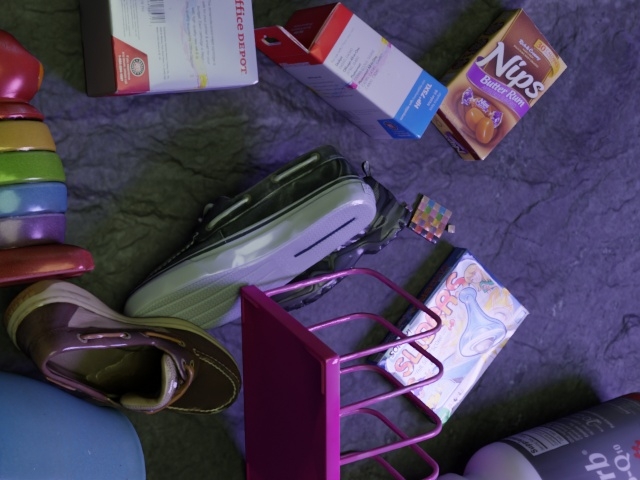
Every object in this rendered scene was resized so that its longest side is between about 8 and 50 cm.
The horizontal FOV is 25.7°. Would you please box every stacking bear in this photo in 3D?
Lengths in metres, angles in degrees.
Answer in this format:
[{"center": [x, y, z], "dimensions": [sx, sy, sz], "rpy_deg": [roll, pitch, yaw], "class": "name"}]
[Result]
[{"center": [-0.359, -0.095, 1.561], "dimensions": [0.164, 0.175, 0.289], "rpy_deg": [-8, 88, -17], "class": "stacking bear"}]

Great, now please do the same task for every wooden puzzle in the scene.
[{"center": [0.145, -0.028, 1.870], "dimensions": [0.083, 0.006, 0.049], "rpy_deg": [31, 80, -23], "class": "wooden puzzle"}]

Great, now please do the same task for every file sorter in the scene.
[{"center": [0.032, 0.204, 1.685], "dimensions": [0.182, 0.202, 0.291], "rpy_deg": [-14, 118, -27], "class": "file sorter"}]

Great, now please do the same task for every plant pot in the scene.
[{"center": [-0.345, 0.267, 1.541], "dimensions": [0.255, 0.271, 0.272], "rpy_deg": [9, 89, -40], "class": "plant pot"}]

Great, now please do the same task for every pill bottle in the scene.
[{"center": [0.318, 0.348, 1.861], "dimensions": [0.363, 0.210, 0.210], "rpy_deg": [-16, 100, -23], "class": "pill bottle"}]

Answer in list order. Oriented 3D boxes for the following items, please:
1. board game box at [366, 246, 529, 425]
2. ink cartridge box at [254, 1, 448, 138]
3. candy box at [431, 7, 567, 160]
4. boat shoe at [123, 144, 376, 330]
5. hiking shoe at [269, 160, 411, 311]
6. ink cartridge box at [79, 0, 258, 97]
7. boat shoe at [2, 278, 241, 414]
[{"center": [0.172, 0.128, 1.876], "dimensions": [0.136, 0.035, 0.201], "rpy_deg": [44, 76, -21], "class": "board game box"}, {"center": [0.028, -0.220, 1.735], "dimensions": [0.231, 0.134, 0.078], "rpy_deg": [36, 79, -23], "class": "ink cartridge box"}, {"center": [0.231, -0.209, 1.875], "dimensions": [0.187, 0.053, 0.109], "rpy_deg": [-48, 109, -16], "class": "candy box"}, {"center": [-0.095, 0.002, 1.706], "dimensions": [0.335, 0.119, 0.121], "rpy_deg": [-28, 147, -2], "class": "boat shoe"}, {"center": [0.000, 0.000, 1.777], "dimensions": [0.227, 0.086, 0.114], "rpy_deg": [-37, 86, -15], "class": "hiking shoe"}, {"center": [-0.178, -0.237, 1.644], "dimensions": [0.176, 0.127, 0.128], "rpy_deg": [-6, 95, -24], "class": "ink cartridge box"}, {"center": [-0.206, 0.153, 1.606], "dimensions": [0.123, 0.123, 0.342], "rpy_deg": [-48, 137, 10], "class": "boat shoe"}]
